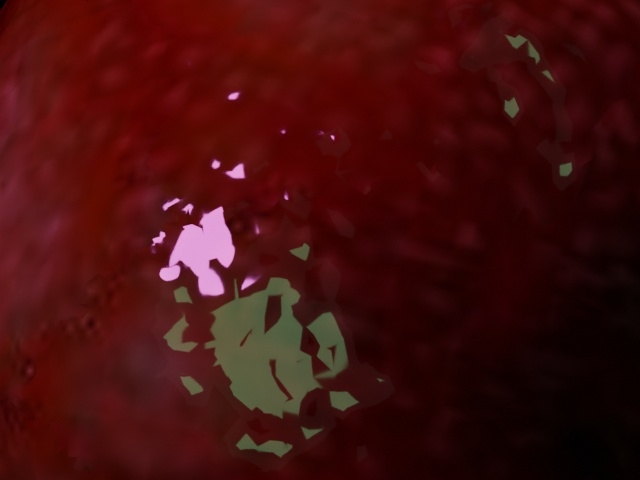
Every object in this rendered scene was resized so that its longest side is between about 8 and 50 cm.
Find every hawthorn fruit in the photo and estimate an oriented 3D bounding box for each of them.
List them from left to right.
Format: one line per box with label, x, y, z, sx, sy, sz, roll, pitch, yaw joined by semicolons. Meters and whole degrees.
hawthorn fruit;0.000;0.000;0.426;0.230;0.210;0.266;-42;62;-6
